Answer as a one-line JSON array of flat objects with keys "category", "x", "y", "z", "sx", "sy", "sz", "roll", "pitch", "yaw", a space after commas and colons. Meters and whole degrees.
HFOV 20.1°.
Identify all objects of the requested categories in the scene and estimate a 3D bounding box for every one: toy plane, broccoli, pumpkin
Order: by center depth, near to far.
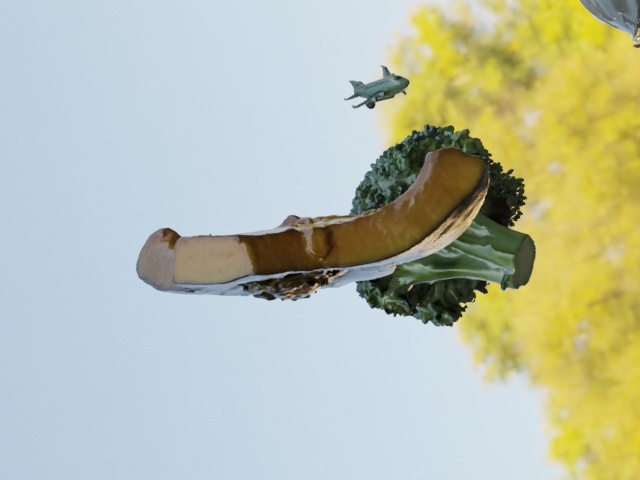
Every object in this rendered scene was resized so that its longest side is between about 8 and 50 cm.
[{"category": "pumpkin", "x": -0.015, "y": 0.002, "z": 1.581, "sx": 0.290, "sy": 0.258, "sz": 0.095, "roll": 151, "pitch": 110, "yaw": -73}, {"category": "toy plane", "x": 0.068, "y": -0.172, "z": 2.050, "sx": 0.080, "sy": 0.083, "sz": 0.033, "roll": -54, "pitch": -51, "yaw": -41}, {"category": "broccoli", "x": 0.158, "y": -0.022, "z": 2.387, "sx": 0.288, "sy": 0.260, "sz": 0.235, "roll": 39, "pitch": -135, "yaw": -58}]

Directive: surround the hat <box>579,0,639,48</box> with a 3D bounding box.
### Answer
[{"category": "hat", "x": 0.290, "y": -0.331, "z": 1.977, "sx": 0.226, "sy": 0.164, "sz": 0.219, "roll": 30, "pitch": -168, "yaw": 20}]
